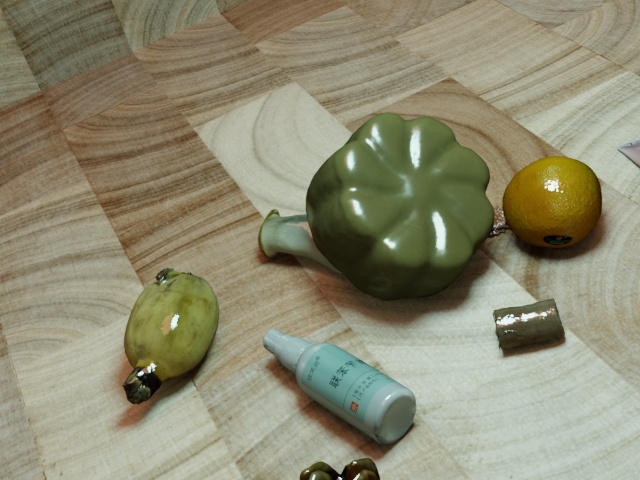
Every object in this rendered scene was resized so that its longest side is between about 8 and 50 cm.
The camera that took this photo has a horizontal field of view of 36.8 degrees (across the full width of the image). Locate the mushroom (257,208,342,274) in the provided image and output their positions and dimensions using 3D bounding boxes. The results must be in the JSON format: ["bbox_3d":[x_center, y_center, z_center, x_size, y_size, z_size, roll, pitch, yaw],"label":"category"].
[{"bbox_3d":[0.000,0.000,2.122,0.329,0.122,0.159,5,33,27],"label":"mushroom"}]

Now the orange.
[{"bbox_3d":[0.477,-0.078,1.980,0.206,0.206,0.206,-11,38,9],"label":"orange"}]

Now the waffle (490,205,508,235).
[{"bbox_3d":[0.374,-0.042,2.102,0.075,0.029,0.083,-18,40,4],"label":"waffle"}]

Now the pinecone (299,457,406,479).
[{"bbox_3d":[0.019,0.509,1.280,0.398,0.397,0.397,-11,38,9],"label":"pinecone"}]

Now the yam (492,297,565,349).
[{"bbox_3d":[0.389,0.156,1.808,0.127,0.084,0.084,-15,37,9],"label":"yam"}]

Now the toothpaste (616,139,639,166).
[{"bbox_3d":[0.726,-0.176,2.128,0.067,0.043,0.194,-19,32,1],"label":"toothpaste"}]

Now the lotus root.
[{"bbox_3d":[-0.313,0.199,1.957,0.183,0.182,0.310,-2,41,19],"label":"lotus root"}]

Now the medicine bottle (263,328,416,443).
[{"bbox_3d":[0.019,0.254,1.802,0.110,0.110,0.352,-38,42,-25],"label":"medicine bottle"}]

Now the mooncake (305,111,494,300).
[{"bbox_3d":[0.171,-0.073,1.955,0.378,0.201,0.378,7,64,-14],"label":"mooncake"}]
